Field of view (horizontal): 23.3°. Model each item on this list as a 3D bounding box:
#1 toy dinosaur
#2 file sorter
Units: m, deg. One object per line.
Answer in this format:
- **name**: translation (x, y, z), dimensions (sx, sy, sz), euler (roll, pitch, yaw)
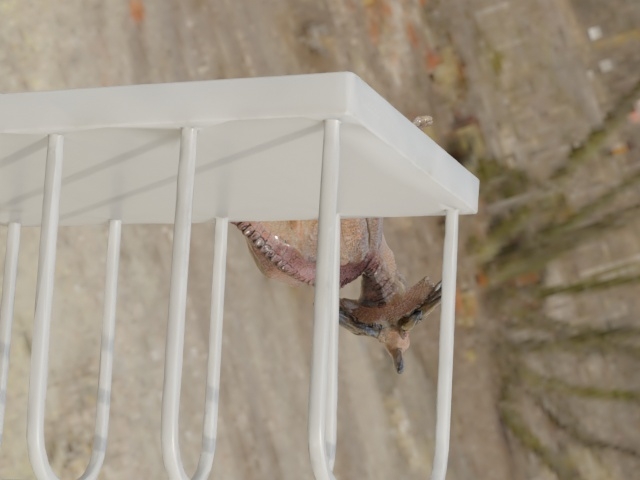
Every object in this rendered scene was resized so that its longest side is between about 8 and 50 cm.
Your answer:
- **toy dinosaur**: translation (0.000, 0.000, 1.242), dimensions (0.296, 0.127, 0.200), euler (8, 69, -44)
- **file sorter**: translation (-0.085, 0.036, 0.733), dimensions (0.193, 0.278, 0.173), euler (27, 64, -66)
